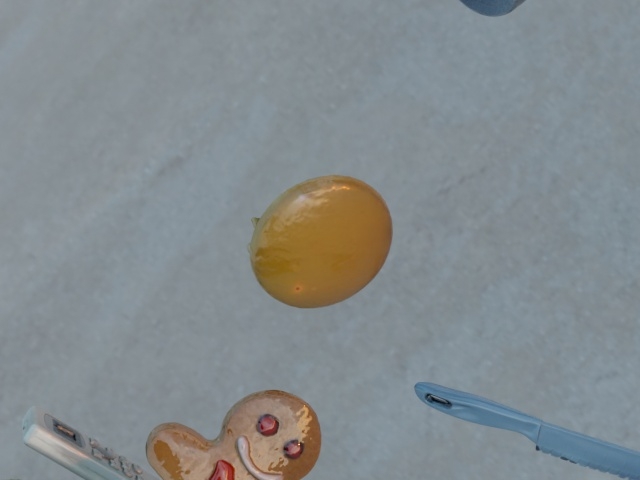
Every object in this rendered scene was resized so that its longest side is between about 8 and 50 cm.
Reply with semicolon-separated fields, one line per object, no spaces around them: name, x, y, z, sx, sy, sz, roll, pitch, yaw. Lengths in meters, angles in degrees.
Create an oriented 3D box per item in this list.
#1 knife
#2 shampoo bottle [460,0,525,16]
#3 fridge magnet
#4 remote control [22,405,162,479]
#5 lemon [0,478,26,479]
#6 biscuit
knife;0.247;0.215;1.480;0.312;0.045;0.019;17;29;18
shampoo bottle;0.143;-0.189;0.645;0.234;0.049;0.087;-45;17;-26
fridge magnet;0.000;0.000;1.280;0.143;0.143;0.063;-46;37;9
remote control;-0.220;0.233;1.388;0.029;0.190;0.087;-56;14;-1
lemon;-0.182;0.253;0.820;0.184;0.249;0.184;-18;5;2
biscuit;-0.097;0.234;1.184;0.250;0.165;0.036;-46;8;-3
